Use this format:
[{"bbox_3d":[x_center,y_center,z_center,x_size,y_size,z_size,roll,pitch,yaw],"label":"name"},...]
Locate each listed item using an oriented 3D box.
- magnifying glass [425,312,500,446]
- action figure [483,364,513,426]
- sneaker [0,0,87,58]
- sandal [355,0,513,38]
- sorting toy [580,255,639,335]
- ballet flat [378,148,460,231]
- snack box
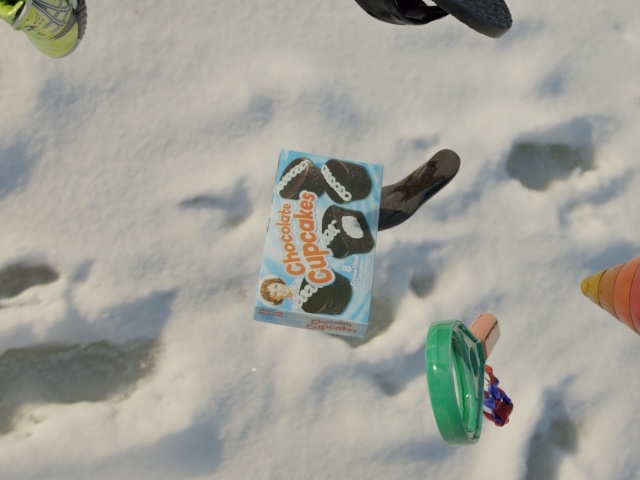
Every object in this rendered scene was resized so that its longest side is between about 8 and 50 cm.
[{"bbox_3d":[0.118,0.095,0.808,0.231,0.026,0.092,-27,105,-73],"label":"magnifying glass"},{"bbox_3d":[0.189,0.174,1.121,0.038,0.030,0.115,-59,140,-22],"label":"action figure"},{"bbox_3d":[-0.469,-0.390,1.611,0.145,0.384,0.147,29,70,6],"label":"sneaker"},{"bbox_3d":[0.060,-0.383,1.372,0.446,0.107,0.167,24,41,-20],"label":"sandal"},{"bbox_3d":[0.388,0.160,1.175,0.127,0.126,0.365,-38,117,-30],"label":"sorting toy"},{"bbox_3d":[0.168,-0.089,1.937,0.250,0.058,0.084,-38,76,-21],"label":"ballet flat"},{"bbox_3d":[0.000,0.000,1.730,0.187,0.060,0.321,9,58,-3],"label":"snack box"}]
